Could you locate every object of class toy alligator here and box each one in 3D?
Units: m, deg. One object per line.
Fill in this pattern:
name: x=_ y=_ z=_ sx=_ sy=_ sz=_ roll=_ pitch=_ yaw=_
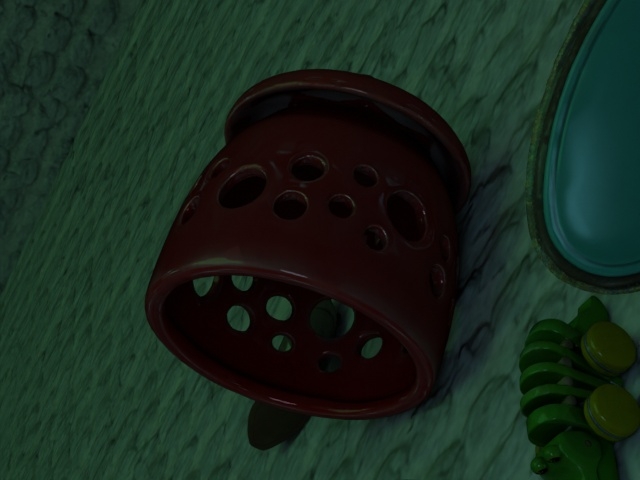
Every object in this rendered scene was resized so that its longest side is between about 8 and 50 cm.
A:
toy alligator: x=0.124 y=0.099 z=0.861 sx=0.056 sy=0.051 sz=0.190 roll=-51 pitch=26 yaw=45

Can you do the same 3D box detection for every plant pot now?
plant pot: x=0.000 y=0.000 z=1.116 sx=0.191 sy=0.191 sz=0.174 roll=-43 pitch=26 yaw=54

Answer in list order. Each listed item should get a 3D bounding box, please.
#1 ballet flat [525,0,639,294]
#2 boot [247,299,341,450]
ballet flat: x=0.197 y=-0.137 z=0.838 sx=0.348 sy=0.123 sz=0.123 roll=-69 pitch=18 yaw=3
boot: x=-0.020 y=0.093 z=1.311 sx=0.118 sy=0.042 sz=0.087 roll=-56 pitch=16 yaw=33
